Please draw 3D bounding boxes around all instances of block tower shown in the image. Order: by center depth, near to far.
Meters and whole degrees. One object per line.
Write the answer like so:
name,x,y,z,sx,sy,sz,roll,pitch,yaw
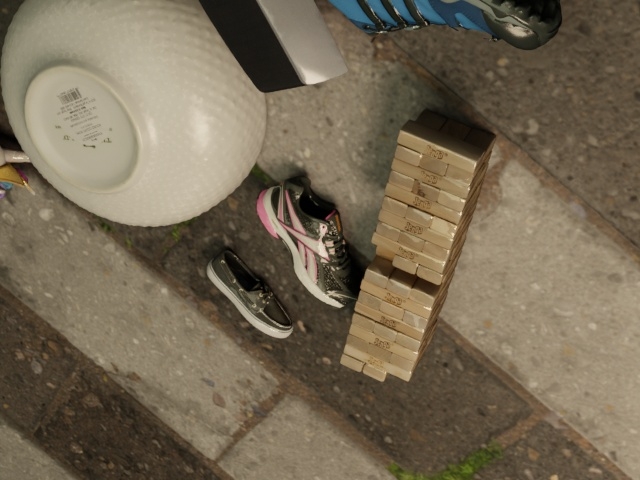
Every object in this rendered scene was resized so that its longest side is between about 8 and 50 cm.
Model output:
block tower,0.109,0.012,1.190,0.091,0.097,0.335,23,129,13

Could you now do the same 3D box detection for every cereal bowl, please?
cereal bowl,-0.243,-0.156,1.232,0.339,0.141,0.339,14,126,20

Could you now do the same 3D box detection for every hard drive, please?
hard drive,-0.080,-0.268,1.081,0.254,0.054,0.172,59,161,-17

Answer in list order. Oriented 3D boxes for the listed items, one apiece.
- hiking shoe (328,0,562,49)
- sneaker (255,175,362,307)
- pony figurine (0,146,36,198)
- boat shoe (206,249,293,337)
hiking shoe,0.095,-0.256,1.030,0.304,0.113,0.132,32,139,17
sneaker,0.000,0.000,1.249,0.077,0.072,0.178,-34,100,36
pony figurine,-0.565,-0.148,1.300,0.303,0.351,0.363,22,140,60
boat shoe,-0.088,0.070,1.354,0.142,0.049,0.040,42,129,0
